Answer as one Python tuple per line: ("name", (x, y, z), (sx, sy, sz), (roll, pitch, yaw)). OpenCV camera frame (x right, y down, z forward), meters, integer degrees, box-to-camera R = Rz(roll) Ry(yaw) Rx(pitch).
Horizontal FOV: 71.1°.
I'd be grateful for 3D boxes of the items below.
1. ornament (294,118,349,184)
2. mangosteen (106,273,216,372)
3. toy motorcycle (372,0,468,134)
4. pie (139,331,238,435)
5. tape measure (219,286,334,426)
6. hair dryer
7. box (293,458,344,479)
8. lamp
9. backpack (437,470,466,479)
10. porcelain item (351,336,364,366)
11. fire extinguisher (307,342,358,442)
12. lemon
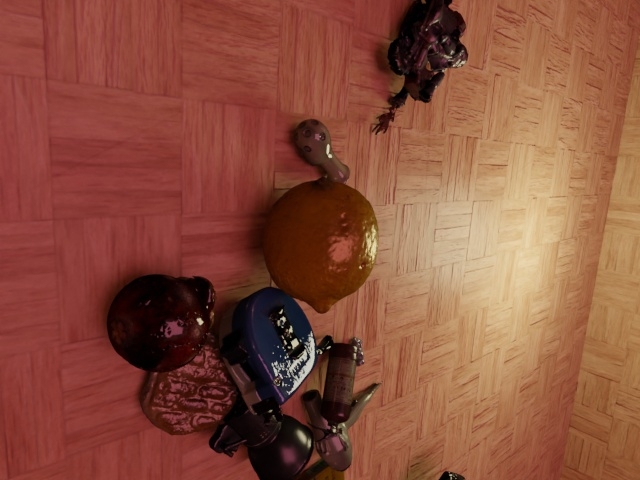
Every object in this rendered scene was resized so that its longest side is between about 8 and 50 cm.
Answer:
("ornament", (0.000, -0.185, 0.946), (0.156, 0.081, 0.075), (49, 34, -41))
("mangosteen", (-0.248, 0.126, 0.736), (0.180, 0.166, 0.166), (-30, 120, -53))
("toy motorcycle", (0.245, -0.425, 1.071), (0.207, 0.134, 0.401), (39, 72, -34))
("pie", (-0.233, 0.263, 0.833), (0.195, 0.046, 0.195), (-2, 94, -26))
("tape measure", (-0.066, 0.188, 0.930), (0.215, 0.097, 0.351), (61, 25, -2))
("hair dryer", (0.049, 0.420, 1.152), (0.229, 0.092, 0.267), (53, 51, -30))
("box", (-0.047, 0.670, 1.129), (0.278, 0.041, 0.153), (-19, 113, -38))
("lamp", (-0.135, 0.385, 0.927), (0.172, 0.147, 0.227), (-47, 120, -27))
("backpack", (0.348, 0.955, 1.421), (0.445, 0.255, 0.363), (-43, 126, -9))
("porcelain item", (0.097, 0.291, 1.177), (0.036, 0.028, 0.083), (-36, 124, -47))
("fire extinguisher", (0.028, 0.360, 1.060), (0.099, 0.071, 0.231), (17, 63, -9))
("lemon", (-0.002, 0.009, 0.882), (0.228, 0.228, 0.254), (13, 91, -43))
